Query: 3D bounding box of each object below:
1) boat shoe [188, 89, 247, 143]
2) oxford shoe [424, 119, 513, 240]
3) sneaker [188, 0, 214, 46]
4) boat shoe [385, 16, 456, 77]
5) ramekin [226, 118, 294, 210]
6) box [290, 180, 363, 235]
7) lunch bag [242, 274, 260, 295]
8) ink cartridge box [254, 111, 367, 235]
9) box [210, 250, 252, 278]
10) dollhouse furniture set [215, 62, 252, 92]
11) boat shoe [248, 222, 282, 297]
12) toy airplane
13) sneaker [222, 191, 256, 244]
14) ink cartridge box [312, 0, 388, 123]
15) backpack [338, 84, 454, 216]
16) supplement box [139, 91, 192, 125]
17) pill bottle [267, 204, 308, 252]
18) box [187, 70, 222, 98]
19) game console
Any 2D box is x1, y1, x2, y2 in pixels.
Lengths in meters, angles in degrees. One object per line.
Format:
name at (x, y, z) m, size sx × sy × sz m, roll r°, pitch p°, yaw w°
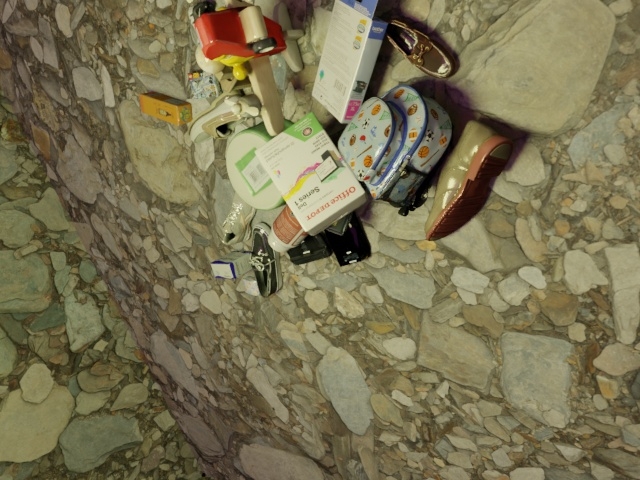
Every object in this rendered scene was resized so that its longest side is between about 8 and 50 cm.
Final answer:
boat shoe at (-0.374, -0.418, 1.473) m, size 0.302 × 0.113 × 0.104 m, roll -25°, pitch 90°, yaw 42°
oxford shoe at (0.358, -0.145, 1.071) m, size 0.130 × 0.122 × 0.348 m, roll 59°, pitch 141°, yaw 35°
sneaker at (-0.358, -0.672, 1.352) m, size 0.106 × 0.078 × 0.235 m, roll -5°, pitch 107°, yaw 42°
boat shoe at (0.238, -0.467, 1.000) m, size 0.207 × 0.073 × 0.073 m, roll 41°, pitch 128°, yaw 11°
ramekin at (-0.176, -0.249, 1.383) m, size 0.303 × 0.148 × 0.304 m, roll 18°, pitch 122°, yaw 30°
box at (0.029, -0.145, 1.240) m, size 0.175 × 0.051 × 0.221 m, roll 21°, pitch 89°, yaw 10°
lunch bag at (-0.291, 0.196, 1.772) m, size 0.083 × 0.053 × 0.071 m, roll 12°, pitch 118°, yaw 44°
ink cartridge box at (-0.023, -0.183, 1.165) m, size 0.201 × 0.117 × 0.278 m, roll -33°, pitch 82°, yaw 5°
box at (-0.364, 0.101, 1.720) m, size 0.126 × 0.137 × 0.072 m, roll -1°, pitch 111°, yaw 38°
dollhouse furniture set at (-0.311, -0.561, 1.301) m, size 0.161 × 0.182 × 0.101 m, roll 52°, pitch 133°, yaw 3°
boat shoe at (-0.233, 0.084, 1.631) m, size 0.113 × 0.105 × 0.307 m, roll 14°, pitch 121°, yaw 32°
toy airplane at (-0.207, -0.535, 1.110) m, size 0.272 × 0.384 × 0.387 m, roll -13°, pitch 62°, yaw 19°
sneaker at (-0.328, -0.086, 1.606) m, size 0.099 × 0.121 × 0.263 m, roll 28°, pitch 127°, yaw 23°
ink cartridge box at (0.074, -0.492, 1.075) m, size 0.186 × 0.065 × 0.311 m, roll 55°, pitch 142°, yaw 39°
backpack at (0.188, -0.252, 1.037) m, size 0.263 × 0.213 × 0.277 m, roll -50°, pitch 47°, yaw 25°
supplement box at (-0.617, -0.528, 1.630) m, size 0.233 × 0.080 × 0.078 m, roll 26°, pitch 127°, yaw 27°
pill bottle at (-0.092, -0.053, 1.389) m, size 0.121 × 0.121 × 0.216 m, roll 50°, pitch 132°, yaw 6°
box at (-0.420, -0.569, 1.488) m, size 0.136 × 0.027 × 0.094 m, roll 9°, pitch 119°, yaw 34°
game console at (0.000, 0.000, 1.451) m, size 0.361 × 0.044 × 0.213 m, roll -17°, pitch 100°, yaw 41°
